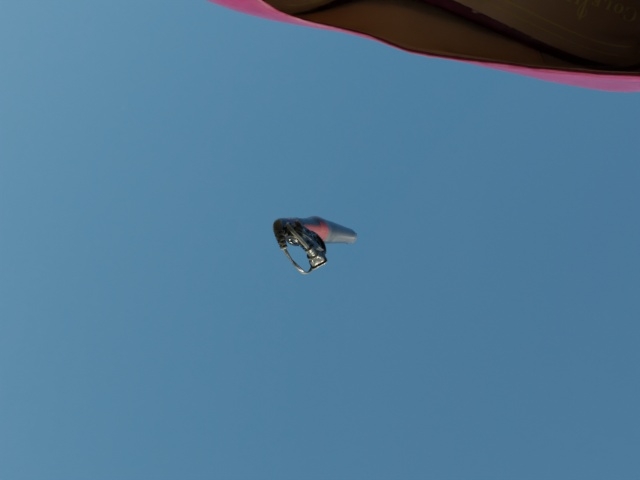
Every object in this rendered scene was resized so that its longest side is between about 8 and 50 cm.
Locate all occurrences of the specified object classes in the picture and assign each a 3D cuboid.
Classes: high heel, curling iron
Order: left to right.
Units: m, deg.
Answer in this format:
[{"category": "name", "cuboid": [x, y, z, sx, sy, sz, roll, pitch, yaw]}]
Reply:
[{"category": "curling iron", "cuboid": [0.000, 0.000, 1.313, 0.035, 0.274, 0.068, -33, -96, 12]}, {"category": "high heel", "cuboid": [0.047, -0.170, 0.686, 0.181, 0.377, 0.127, -96, -168, -67]}]
